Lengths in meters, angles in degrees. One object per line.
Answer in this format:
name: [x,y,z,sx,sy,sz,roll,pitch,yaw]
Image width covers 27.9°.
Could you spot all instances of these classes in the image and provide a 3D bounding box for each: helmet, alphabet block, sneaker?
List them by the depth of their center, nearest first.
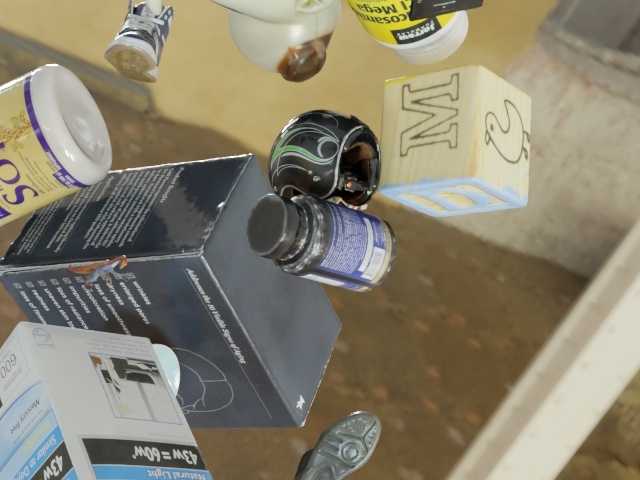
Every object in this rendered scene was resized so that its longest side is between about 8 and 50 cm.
helmet: [-0.002,-0.123,2.037,0.162,0.169,0.169,9,-175,36]
sneaker: [0.021,0.356,2.130,0.087,0.227,0.130,31,-162,-4]
alphabet block: [0.223,-0.161,2.137,0.193,0.197,0.192,-6,165,35]
sneaker: [-0.345,-0.402,2.479,0.099,0.153,0.282,13,176,-3]

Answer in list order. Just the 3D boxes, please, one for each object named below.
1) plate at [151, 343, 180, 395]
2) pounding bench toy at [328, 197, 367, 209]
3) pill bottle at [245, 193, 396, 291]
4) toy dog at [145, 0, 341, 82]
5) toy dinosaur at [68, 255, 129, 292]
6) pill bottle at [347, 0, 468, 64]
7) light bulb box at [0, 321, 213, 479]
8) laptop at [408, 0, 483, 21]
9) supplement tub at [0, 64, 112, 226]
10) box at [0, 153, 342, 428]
plate: [-0.331,0.274,2.355,0.024,0.188,0.188,20,-169,36]
pounding bench toy: [0.058,-0.083,2.164,0.083,0.065,0.052,4,-132,-40]
pill bottle: [0.000,0.000,1.935,0.219,0.123,0.123,17,-154,-41]
toy dog: [-0.090,-0.459,2.271,0.284,0.395,0.408,32,165,32]
toy dinosaur: [-0.351,0.046,2.077,0.090,0.082,0.047,39,-166,-9]
pill bottle: [0.128,-0.434,2.109,0.188,0.188,0.334,48,180,35]
light bulb box: [-0.342,0.365,1.730,0.225,0.358,0.361,12,-143,-43]
laptop: [0.263,-0.454,1.927,0.137,0.264,0.234,22,-155,29]
supplement tub: [-0.589,-0.164,2.428,0.241,0.331,0.241,60,-165,-28]
box: [-0.284,0.117,2.537,0.480,0.472,0.297,64,-144,-35]
